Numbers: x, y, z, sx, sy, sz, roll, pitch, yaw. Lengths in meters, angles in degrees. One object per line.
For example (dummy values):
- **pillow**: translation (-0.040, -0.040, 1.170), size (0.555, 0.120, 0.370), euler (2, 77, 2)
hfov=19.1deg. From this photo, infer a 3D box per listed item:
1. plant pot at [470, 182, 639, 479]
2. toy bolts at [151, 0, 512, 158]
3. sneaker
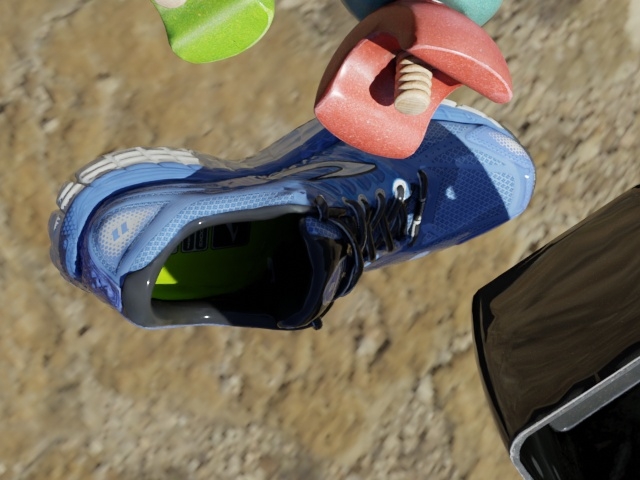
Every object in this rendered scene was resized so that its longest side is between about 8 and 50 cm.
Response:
- **plant pot**: translation (0.189, 0.078, 1.048), size (0.187, 0.167, 0.188), euler (-34, 121, 1)
- **toy bolts**: translation (0.019, -0.171, 0.928), size (0.218, 0.158, 0.228), euler (-23, 140, 39)
- **sneaker**: translation (0.000, 0.000, 1.234), size (0.147, 0.330, 0.129), euler (-133, 35, -51)
